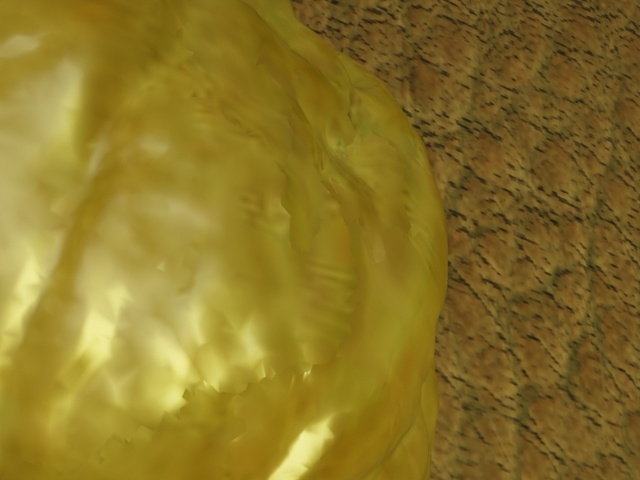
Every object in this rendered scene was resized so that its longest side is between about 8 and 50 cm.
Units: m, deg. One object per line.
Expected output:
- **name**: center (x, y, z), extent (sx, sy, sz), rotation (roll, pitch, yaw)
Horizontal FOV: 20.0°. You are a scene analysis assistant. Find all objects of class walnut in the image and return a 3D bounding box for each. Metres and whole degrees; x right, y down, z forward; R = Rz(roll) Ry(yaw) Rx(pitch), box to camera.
- **walnut**: center (-0.089, 0.022, 0.599), extent (0.277, 0.252, 0.313), rotation (31, 34, -16)
